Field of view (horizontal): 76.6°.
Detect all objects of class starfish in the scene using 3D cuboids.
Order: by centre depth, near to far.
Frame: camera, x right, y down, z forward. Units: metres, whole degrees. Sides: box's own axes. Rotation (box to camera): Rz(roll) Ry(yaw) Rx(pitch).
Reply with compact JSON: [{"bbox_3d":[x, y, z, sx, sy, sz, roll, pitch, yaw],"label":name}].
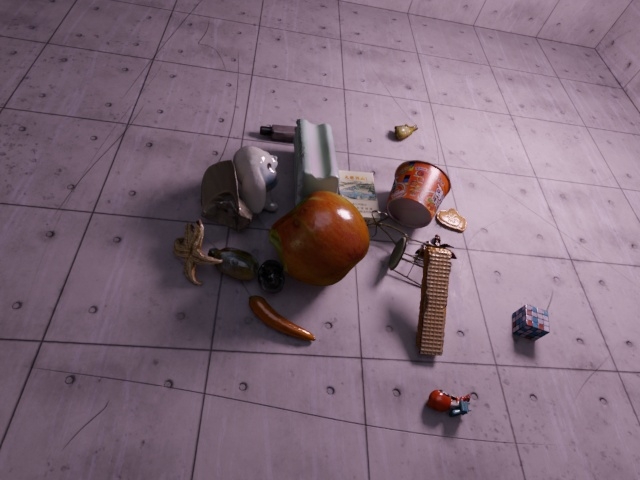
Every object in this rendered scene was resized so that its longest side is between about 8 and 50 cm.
[{"bbox_3d":[-0.444,0.041,1.434,0.071,0.216,0.237,6,81,-54],"label":"starfish"}]

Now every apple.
[{"bbox_3d":[0.000,0.000,1.433,0.340,0.339,0.339,6,55,-8],"label":"apple"}]

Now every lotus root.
[{"bbox_3d":[-0.315,0.077,1.454,0.192,0.088,0.113,21,36,3],"label":"lotus root"}]

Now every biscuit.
[{"bbox_3d":[0.405,0.213,1.445,0.094,0.054,0.377,7,83,-4],"label":"biscuit"},{"bbox_3d":[0.588,-0.100,1.812,0.140,0.023,0.118,17,55,0],"label":"biscuit"}]

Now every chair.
[{"bbox_3d":[0.306,0.041,1.577,0.326,0.159,0.170,25,56,-1],"label":"chair"}]

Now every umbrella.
[{"bbox_3d":[-0.115,-0.501,1.906,0.338,0.067,0.073,3,42,-10],"label":"umbrella"}]

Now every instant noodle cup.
[{"bbox_3d":[0.400,-0.183,1.708,0.251,0.250,0.192,25,63,5],"label":"instant noodle cup"}]

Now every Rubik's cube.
[{"bbox_3d":[0.793,0.311,1.532,0.092,0.092,0.092,19,54,0],"label":"Rubik's cube"}]

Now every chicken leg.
[{"bbox_3d":[0.438,-0.568,2.080,0.178,0.070,0.093,-27,59,-35],"label":"chicken leg"}]

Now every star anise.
[{"bbox_3d":[0.481,0.019,1.639,0.159,0.144,0.140,-27,56,-26],"label":"star anise"}]

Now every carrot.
[{"bbox_3d":[-0.141,0.276,1.378,0.271,0.066,0.062,36,100,9],"label":"carrot"}]

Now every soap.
[{"bbox_3d":[-0.030,-0.315,1.672,0.156,0.261,0.445,1,48,-8],"label":"soap"}]

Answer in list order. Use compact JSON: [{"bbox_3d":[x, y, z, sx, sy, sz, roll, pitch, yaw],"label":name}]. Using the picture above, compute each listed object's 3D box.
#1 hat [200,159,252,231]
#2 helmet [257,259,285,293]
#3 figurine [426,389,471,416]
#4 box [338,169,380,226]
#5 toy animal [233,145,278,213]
[{"bbox_3d":[-0.337,-0.166,1.530,0.215,0.149,0.244,0,77,36],"label":"hat"},{"bbox_3d":[-0.182,0.132,1.453,0.098,0.070,0.123,5,76,-25],"label":"helmet"},{"bbox_3d":[0.415,0.530,1.318,0.141,0.068,0.074,8,58,0],"label":"figurine"},{"bbox_3d":[0.155,-0.184,1.746,0.164,0.069,0.256,3,56,-11],"label":"box"},{"bbox_3d":[-0.268,-0.249,1.594,0.174,0.289,0.249,-17,41,-20],"label":"toy animal"}]
